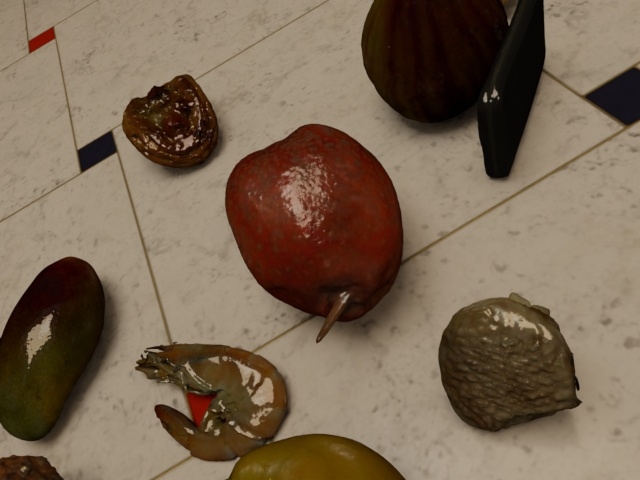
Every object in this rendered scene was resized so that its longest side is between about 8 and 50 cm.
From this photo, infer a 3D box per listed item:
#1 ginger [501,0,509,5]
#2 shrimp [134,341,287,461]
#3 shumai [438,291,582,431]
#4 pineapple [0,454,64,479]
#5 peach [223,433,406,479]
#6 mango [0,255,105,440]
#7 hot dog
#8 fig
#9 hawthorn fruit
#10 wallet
[{"bbox_3d":[0.232,-0.503,1.015,0.236,0.166,0.375,-67,22,14],"label":"ginger"},{"bbox_3d":[-0.148,0.191,0.687,0.236,0.053,0.132,7,79,24],"label":"shrimp"},{"bbox_3d":[0.192,0.108,0.554,0.146,0.145,0.116,12,24,31],"label":"shumai"},{"bbox_3d":[-0.308,0.369,0.567,0.158,0.158,0.278,-34,62,-3],"label":"pineapple"},{"bbox_3d":[-0.025,0.280,0.471,0.251,0.153,0.251,-26,18,9],"label":"peach"},{"bbox_3d":[-0.374,0.137,0.780,0.133,0.111,0.267,-1,59,10],"label":"mango"},{"bbox_3d":[-0.269,-0.216,1.010,0.160,0.099,0.227,-40,52,-7],"label":"hot dog"},{"bbox_3d":[0.130,-0.323,0.760,0.217,0.321,0.216,-16,50,20],"label":"fig"},{"bbox_3d":[0.000,0.000,0.661,0.211,0.210,0.262,-20,58,9],"label":"hawthorn fruit"},{"bbox_3d":[0.255,-0.217,0.737,0.044,0.149,0.250,11,62,28],"label":"wallet"}]
